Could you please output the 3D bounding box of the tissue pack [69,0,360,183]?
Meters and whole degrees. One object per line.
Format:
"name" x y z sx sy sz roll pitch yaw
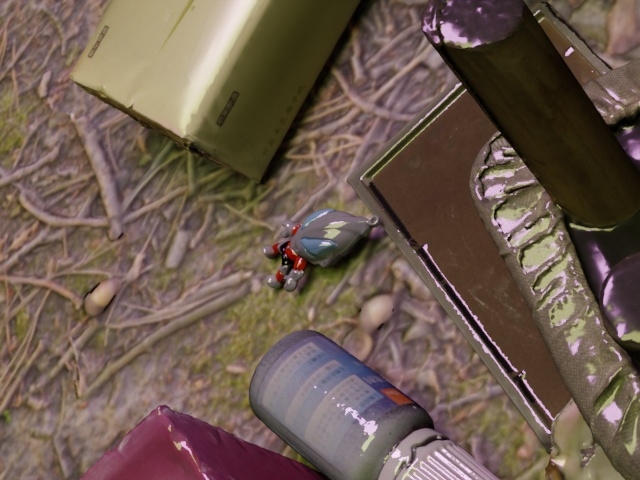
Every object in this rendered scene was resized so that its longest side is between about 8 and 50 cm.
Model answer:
"tissue pack" -0.076 -0.187 1.235 0.159 0.125 0.234 29 89 37

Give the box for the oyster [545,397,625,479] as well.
"oyster" 0.218 0.216 0.915 0.201 0.107 0.354 10 60 21

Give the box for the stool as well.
"stool" 0.255 -0.050 0.874 0.310 0.226 0.310 -26 58 0

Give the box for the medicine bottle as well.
"medicine bottle" 0.039 0.145 1.059 0.203 0.083 0.083 37 93 37

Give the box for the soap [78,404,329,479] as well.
"soap" -0.140 0.295 1.023 0.359 0.233 0.128 -44 53 10

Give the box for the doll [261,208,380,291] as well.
"doll" -0.001 -0.001 1.170 0.114 0.039 0.057 -26 25 34

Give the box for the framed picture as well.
"framed picture" 0.167 -0.018 1.083 0.213 0.016 0.289 -43 55 11
